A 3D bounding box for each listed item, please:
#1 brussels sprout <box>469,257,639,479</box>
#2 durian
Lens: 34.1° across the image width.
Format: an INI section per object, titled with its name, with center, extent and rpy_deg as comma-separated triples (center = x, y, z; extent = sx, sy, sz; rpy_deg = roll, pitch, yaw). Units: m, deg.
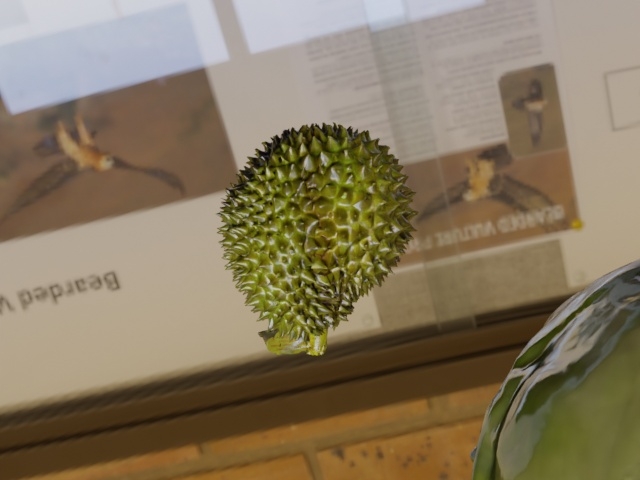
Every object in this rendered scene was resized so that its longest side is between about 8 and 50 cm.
[brussels sprout]
center = 0.279, 0.182, 0.730
extent = 0.342, 0.361, 0.425
rpy_deg = 20, 169, -3
[durian]
center = -0.007, -0.011, 0.879
extent = 0.198, 0.159, 0.146
rpy_deg = -54, -167, -16
